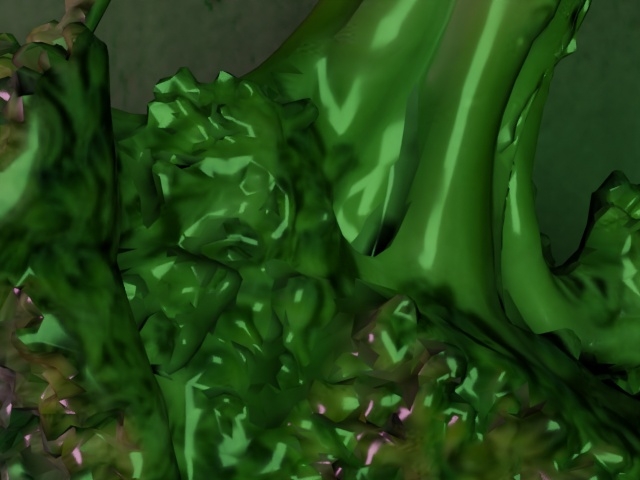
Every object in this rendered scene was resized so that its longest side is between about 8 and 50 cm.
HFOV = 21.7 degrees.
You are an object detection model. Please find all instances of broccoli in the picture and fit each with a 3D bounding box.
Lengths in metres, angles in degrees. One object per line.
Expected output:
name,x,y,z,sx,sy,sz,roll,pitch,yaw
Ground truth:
broccoli,0.000,0.024,0.652,0.317,0.277,0.338,-36,98,-10
